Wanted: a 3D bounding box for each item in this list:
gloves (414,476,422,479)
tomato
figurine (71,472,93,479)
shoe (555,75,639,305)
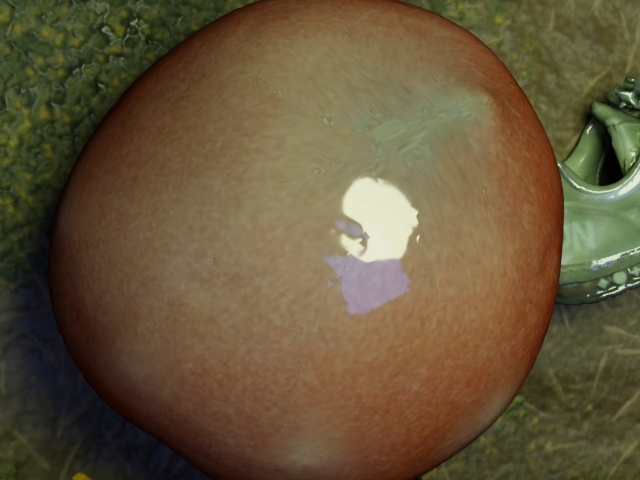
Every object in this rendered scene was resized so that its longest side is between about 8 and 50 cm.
[{"bbox_3d":[0.002,0.265,0.939,0.119,0.142,0.286,29,91,5],"label":"gloves"},{"bbox_3d":[0.000,0.000,0.780,0.321,0.321,0.322,-4,102,-19],"label":"tomato"},{"bbox_3d":[-0.238,0.283,0.725,0.387,0.401,0.268,9,125,6],"label":"figurine"},{"bbox_3d":[0.282,-0.071,0.977,0.293,0.109,0.149,-27,114,-8],"label":"shoe"}]
